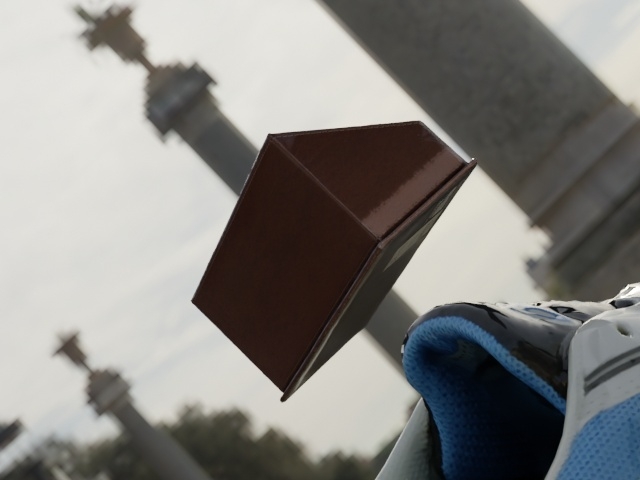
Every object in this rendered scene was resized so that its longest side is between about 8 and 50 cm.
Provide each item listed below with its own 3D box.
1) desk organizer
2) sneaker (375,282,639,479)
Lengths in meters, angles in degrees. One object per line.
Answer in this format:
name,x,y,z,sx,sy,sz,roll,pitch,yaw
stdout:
desk organizer,0.000,0.000,0.623,0.047,0.050,0.130,-42,-9,-28
sneaker,0.071,0.035,0.369,0.237,0.086,0.085,-29,5,-40
